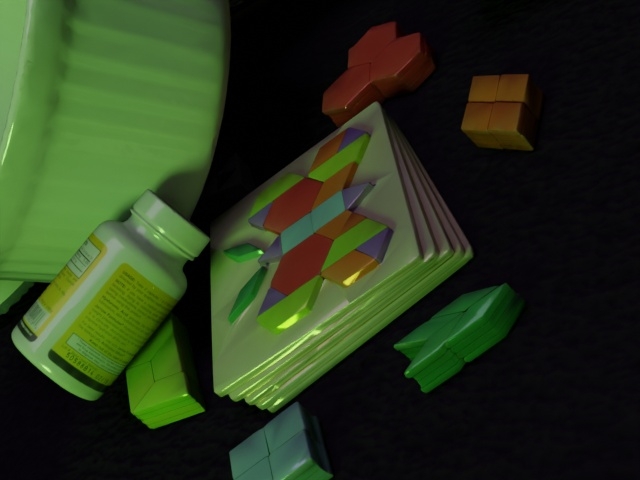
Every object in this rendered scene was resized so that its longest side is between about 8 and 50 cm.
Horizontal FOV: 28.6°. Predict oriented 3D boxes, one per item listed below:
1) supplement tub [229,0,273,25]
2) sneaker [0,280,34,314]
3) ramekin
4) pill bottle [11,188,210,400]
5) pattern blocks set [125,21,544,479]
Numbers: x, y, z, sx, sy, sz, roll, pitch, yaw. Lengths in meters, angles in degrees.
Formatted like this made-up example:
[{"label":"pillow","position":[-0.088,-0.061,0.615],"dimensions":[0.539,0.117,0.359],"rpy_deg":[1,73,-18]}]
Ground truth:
[{"label":"supplement tub","position":[-0.131,-0.277,1.010],"dimensions":[0.331,0.241,0.241],"rpy_deg":[-23,35,34]},{"label":"sneaker","position":[-0.297,-0.058,1.048],"dimensions":[0.112,0.131,0.319],"rpy_deg":[-42,28,5]},{"label":"ramekin","position":[-0.166,-0.100,0.829],"dimensions":[0.277,0.135,0.277],"rpy_deg":[-28,58,57]},{"label":"pill bottle","position":[-0.118,0.029,0.727],"dimensions":[0.116,0.065,0.065],"rpy_deg":[-51,29,-1]},{"label":"pattern blocks set","position":[0.000,0.000,0.700],"dimensions":[0.285,0.026,0.325],"rpy_deg":[-43,29,3]}]
